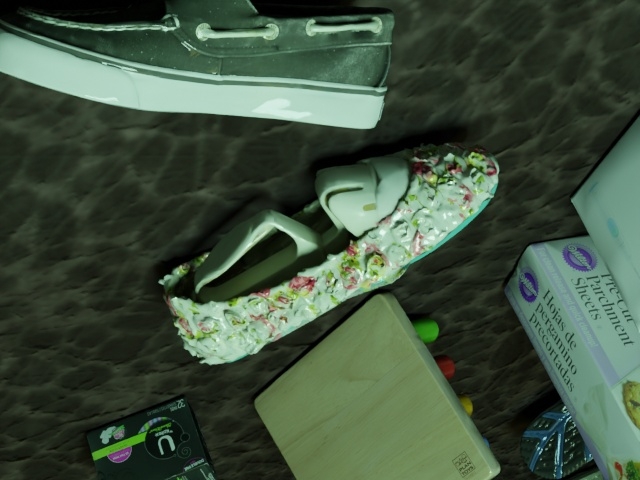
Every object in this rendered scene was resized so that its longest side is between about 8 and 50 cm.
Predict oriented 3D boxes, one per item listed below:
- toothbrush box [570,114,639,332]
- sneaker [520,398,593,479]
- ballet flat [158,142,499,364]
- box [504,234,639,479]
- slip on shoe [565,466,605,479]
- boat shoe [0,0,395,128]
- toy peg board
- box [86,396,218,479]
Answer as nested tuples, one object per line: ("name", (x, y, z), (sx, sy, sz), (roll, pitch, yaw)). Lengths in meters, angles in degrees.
("toothbrush box", (0.367, -0.051, 1.021), (0.295, 0.126, 0.216), (-5, 147, -29))
("sneaker", (0.286, 0.149, 1.362), (0.211, 0.080, 0.081), (-32, 171, 17))
("ballet flat", (0.000, 0.000, 0.911), (0.241, 0.091, 0.077), (-33, 126, 12))
("box", (0.236, 0.139, 1.042), (0.067, 0.324, 0.063), (-7, 143, -23))
("slip on shoe", (0.315, 0.321, 1.609), (0.331, 0.123, 0.101), (-13, 158, -5))
("boat shoe", (-0.062, -0.104, 0.716), (0.219, 0.078, 0.070), (2, 108, -31))
("toy peg board", (0.057, 0.146, 1.117), (0.161, 0.161, 0.079), (-43, 160, 32))
("box", (-0.131, 0.171, 1.112), (0.083, 0.062, 0.052), (-21, 152, -4))
